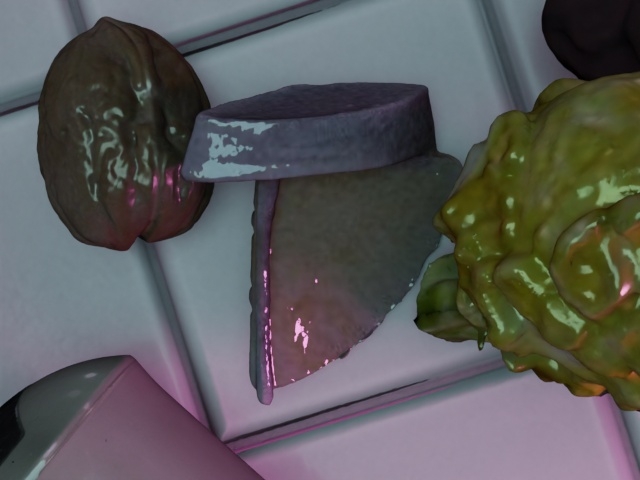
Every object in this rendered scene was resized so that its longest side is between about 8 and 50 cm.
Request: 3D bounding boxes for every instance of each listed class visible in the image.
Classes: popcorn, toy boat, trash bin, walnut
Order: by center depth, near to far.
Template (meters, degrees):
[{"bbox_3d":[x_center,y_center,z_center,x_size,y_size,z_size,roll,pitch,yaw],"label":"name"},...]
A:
[{"bbox_3d":[0.268,0.005,1.401,0.312,0.312,0.312,0,90,4],"label":"popcorn"},{"bbox_3d":[-0.151,0.311,1.648,0.432,0.280,0.280,39,93,0],"label":"trash bin"},{"bbox_3d":[0.012,-0.030,1.701,0.276,0.111,0.293,-25,119,-18],"label":"toy boat"},{"bbox_3d":[-0.188,-0.106,1.702,0.178,0.178,0.230,-11,86,4],"label":"walnut"}]

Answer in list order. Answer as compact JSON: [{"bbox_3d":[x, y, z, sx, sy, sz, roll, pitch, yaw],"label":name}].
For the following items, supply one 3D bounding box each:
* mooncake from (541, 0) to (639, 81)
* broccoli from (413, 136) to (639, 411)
[{"bbox_3d":[0.390,-0.266,1.581,0.351,0.212,0.381,11,77,39],"label":"mooncake"},{"bbox_3d":[0.217,0.034,1.683,0.246,0.248,0.288,-4,102,39],"label":"broccoli"}]
